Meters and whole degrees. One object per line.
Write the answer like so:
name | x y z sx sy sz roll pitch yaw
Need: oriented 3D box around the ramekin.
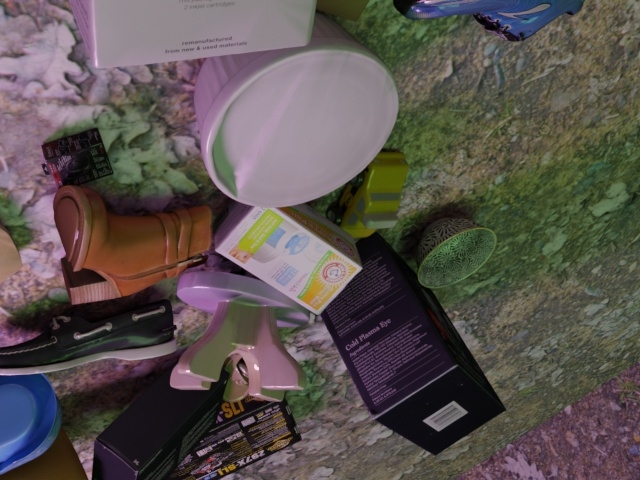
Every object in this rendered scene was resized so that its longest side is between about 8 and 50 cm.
ramekin | -0.043 -0.180 1.058 0.273 0.127 0.272 -19 145 -14

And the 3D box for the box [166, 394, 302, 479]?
box | -0.215 0.433 1.762 0.322 0.079 0.257 -24 147 -7

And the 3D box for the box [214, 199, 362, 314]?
box | -0.049 0.005 1.235 0.203 0.103 0.114 35 109 -24

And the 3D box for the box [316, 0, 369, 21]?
box | 0.007 -0.357 0.962 0.201 0.021 0.164 5 133 -40

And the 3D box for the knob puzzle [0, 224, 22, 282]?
knob puzzle | -0.501 0.019 1.073 0.213 0.030 0.213 -19 143 -15

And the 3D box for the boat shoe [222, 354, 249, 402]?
boat shoe | -0.144 0.235 1.539 0.109 0.098 0.302 -8 140 -28

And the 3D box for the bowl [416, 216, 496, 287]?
bowl | 0.246 0.009 1.543 0.170 0.080 0.170 -19 144 -15

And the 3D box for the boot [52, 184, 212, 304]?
boot | -0.253 -0.007 1.133 0.220 0.109 0.283 -16 150 -22

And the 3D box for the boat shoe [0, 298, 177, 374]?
boat shoe | -0.382 0.153 1.280 0.303 0.091 0.114 -7 -177 -31

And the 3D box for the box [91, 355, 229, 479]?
box | -0.294 0.351 1.474 0.261 0.103 0.184 -45 164 -43

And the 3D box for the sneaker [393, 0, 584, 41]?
sneaker | 0.246 -0.326 1.077 0.330 0.129 0.147 -13 140 -22

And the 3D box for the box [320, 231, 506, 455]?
box | 0.166 0.205 1.533 0.179 0.312 0.343 -35 146 8

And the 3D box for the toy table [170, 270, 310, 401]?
toy table | -0.125 0.160 1.283 0.252 0.160 0.274 -11 155 41

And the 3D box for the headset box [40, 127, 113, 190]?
headset box | -0.320 -0.104 1.042 0.083 0.032 0.062 -20 144 -12

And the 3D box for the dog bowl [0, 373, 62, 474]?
dog bowl | -0.563 0.318 1.304 0.297 0.165 0.074 -25 157 -7

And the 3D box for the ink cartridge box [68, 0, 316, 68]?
ink cartridge box | -0.113 -0.314 0.637 0.197 0.198 0.270 -12 141 -22

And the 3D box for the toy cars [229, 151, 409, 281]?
toy cars | 0.000 0.000 1.352 0.394 0.087 0.176 -33 145 6

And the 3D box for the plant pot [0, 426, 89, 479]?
plant pot | -0.533 0.431 1.436 0.212 0.187 0.212 -16 143 -19
